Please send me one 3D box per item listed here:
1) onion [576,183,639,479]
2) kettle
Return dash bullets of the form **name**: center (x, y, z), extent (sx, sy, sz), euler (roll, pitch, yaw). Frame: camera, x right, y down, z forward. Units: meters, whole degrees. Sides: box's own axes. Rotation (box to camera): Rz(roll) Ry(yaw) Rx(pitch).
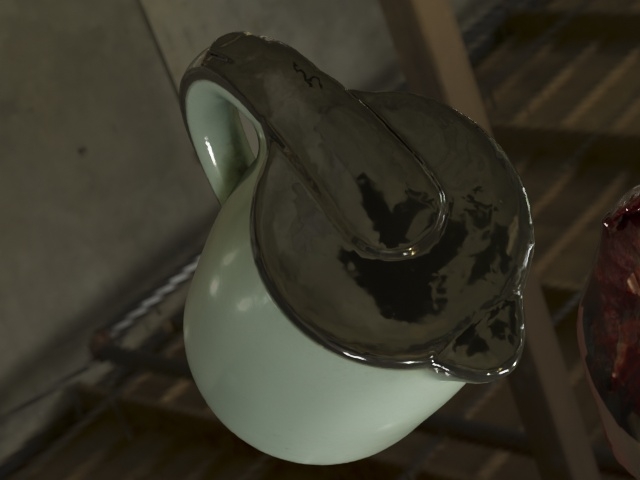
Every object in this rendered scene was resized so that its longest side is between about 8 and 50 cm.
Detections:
- **onion**: center (0.328, 0.073, 1.169), extent (0.195, 0.272, 0.272), euler (-4, -166, -35)
- **kettle**: center (0.000, 0.000, 0.793), extent (0.161, 0.221, 0.236), euler (-34, 173, -15)
